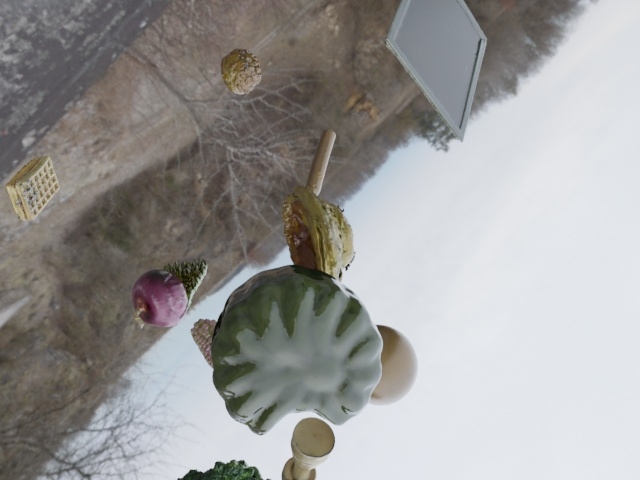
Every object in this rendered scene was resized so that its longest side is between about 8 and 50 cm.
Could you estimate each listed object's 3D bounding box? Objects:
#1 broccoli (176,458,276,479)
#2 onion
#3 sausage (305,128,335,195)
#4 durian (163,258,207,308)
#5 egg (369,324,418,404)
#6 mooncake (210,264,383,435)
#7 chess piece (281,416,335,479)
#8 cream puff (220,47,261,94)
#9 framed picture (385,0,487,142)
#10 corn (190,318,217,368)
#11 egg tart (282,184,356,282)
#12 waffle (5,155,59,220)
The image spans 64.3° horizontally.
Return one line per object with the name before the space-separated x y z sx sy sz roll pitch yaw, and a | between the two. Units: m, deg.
broccoli | -0.249 0.706 1.395 0.295 0.265 0.245 -8 -171 -2
onion | -0.557 0.189 1.764 0.200 0.200 0.207 -40 -153 -8
sausage | -0.001 -0.295 1.946 0.066 0.066 0.301 -32 -144 56
durian | -0.514 0.180 1.981 0.163 0.198 0.394 -16 169 -26
egg | 0.228 0.488 1.990 0.301 0.301 0.374 -41 154 -15
mooncake | -0.047 0.220 1.040 0.351 0.351 0.187 -40 -171 1
chess piece | -0.059 0.661 1.424 0.117 0.117 0.397 -47 157 -52
cream puff | -0.240 -0.529 1.580 0.103 0.126 0.144 -13 -129 32
framed picture | 0.178 -0.295 0.750 0.014 0.197 0.252 -14 -136 44
corn | -0.281 0.381 1.571 0.126 0.335 0.126 -40 158 -20
egg tart | 0.000 0.000 1.485 0.150 0.352 0.352 -12 175 -21
waffle | -0.677 -0.126 1.202 0.148 0.042 0.102 -89 -178 -54
